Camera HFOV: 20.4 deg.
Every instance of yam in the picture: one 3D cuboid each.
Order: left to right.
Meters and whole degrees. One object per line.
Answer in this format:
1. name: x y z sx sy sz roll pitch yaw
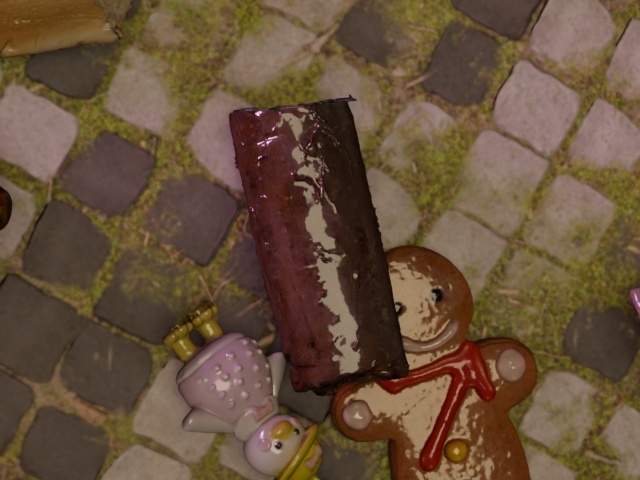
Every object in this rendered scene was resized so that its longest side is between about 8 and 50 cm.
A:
1. yam: -0.002 0.000 1.627 0.131 0.131 0.279 -12 87 -8

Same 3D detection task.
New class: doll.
1. doll: -0.067 0.154 1.648 0.129 0.081 0.207 -35 83 -33

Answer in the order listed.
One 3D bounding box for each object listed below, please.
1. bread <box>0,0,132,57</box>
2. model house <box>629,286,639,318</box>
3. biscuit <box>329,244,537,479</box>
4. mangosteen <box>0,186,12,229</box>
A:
1. bread: -0.251 -0.229 1.604 0.177 0.084 0.119 -10 137 -7
2. model house: 0.416 0.094 1.710 0.188 0.122 0.229 -35 94 -8
3. biscuit: 0.114 0.163 1.709 0.205 0.049 0.324 -11 93 -7
4. mangosteen: -0.374 -0.018 1.553 0.210 0.210 0.210 0 93 -8
